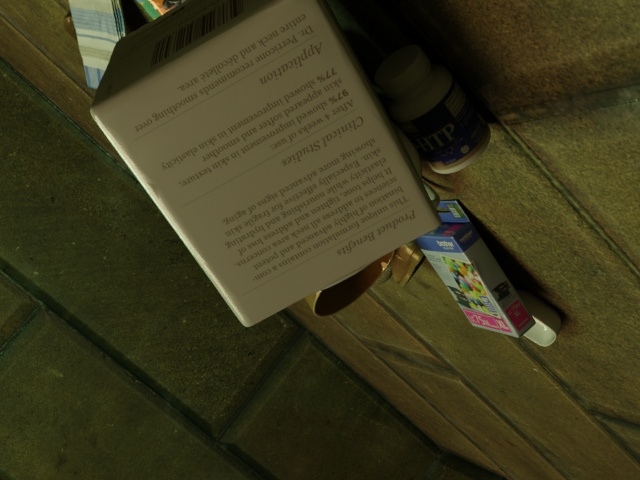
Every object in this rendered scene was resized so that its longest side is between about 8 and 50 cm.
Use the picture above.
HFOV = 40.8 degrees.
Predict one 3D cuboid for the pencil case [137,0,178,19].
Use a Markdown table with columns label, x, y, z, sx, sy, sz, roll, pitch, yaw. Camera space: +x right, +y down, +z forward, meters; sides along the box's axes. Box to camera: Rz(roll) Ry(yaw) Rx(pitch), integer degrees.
| label | x | y | z | sx | sy | sz | roll | pitch | yaw |
| --- | --- | --- | --- | --- | --- | --- | --- | --- | --- |
| pencil case | -0.297 | -0.469 | 1.678 | 0.104 | 0.104 | 0.236 | 19 | 156 | 53 |

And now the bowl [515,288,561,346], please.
| label | x | y | z | sx | sy | sz | roll | pitch | yaw |
| --- | --- | --- | --- | --- | --- | --- | --- | --- | --- |
| bowl | 0.454 | 0.161 | 1.858 | 0.142 | 0.053 | 0.142 | 36 | 166 | 13 |

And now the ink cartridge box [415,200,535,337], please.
| label | x | y | z | sx | sy | sz | roll | pitch | yaw |
| --- | --- | --- | --- | --- | --- | --- | --- | --- | --- |
| ink cartridge box | 0.301 | 0.056 | 1.788 | 0.311 | 0.065 | 0.185 | 57 | 164 | -14 |

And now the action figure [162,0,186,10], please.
| label | x | y | z | sx | sy | sz | roll | pitch | yaw |
| --- | --- | --- | --- | --- | --- | --- | --- | --- | --- |
| action figure | -0.150 | -0.413 | 1.490 | 0.285 | 0.099 | 0.185 | 29 | 158 | 23 |

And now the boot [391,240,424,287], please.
| label | x | y | z | sx | sy | sz | roll | pitch | yaw |
| --- | --- | --- | --- | --- | --- | --- | --- | --- | --- |
| boot | 0.129 | -0.024 | 2.047 | 0.269 | 0.089 | 0.236 | 36 | 155 | 9 |

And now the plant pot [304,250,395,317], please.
| label | x | y | z | sx | sy | sz | roll | pitch | yaw |
| --- | --- | --- | --- | --- | --- | --- | --- | --- | --- |
| plant pot | 0.000 | 0.000 | 1.944 | 0.254 | 0.237 | 0.237 | 48 | 171 | 23 |

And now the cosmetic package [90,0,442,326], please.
| label | x | y | z | sx | sy | sz | roll | pitch | yaw |
| --- | --- | --- | --- | --- | --- | --- | --- | --- | --- |
| cosmetic package | -0.076 | -0.162 | 1.265 | 0.394 | 0.329 | 0.327 | 58 | -171 | -27 |

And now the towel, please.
| label | x | y | z | sx | sy | sz | roll | pitch | yaw |
| --- | --- | --- | --- | --- | --- | --- | --- | --- | --- |
| towel | -0.520 | -0.483 | 2.018 | 0.209 | 0.034 | 0.285 | 19 | 126 | 40 |

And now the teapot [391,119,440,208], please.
| label | x | y | z | sx | sy | sz | roll | pitch | yaw |
| --- | --- | --- | --- | --- | --- | --- | --- | --- | --- |
| teapot | 0.074 | -0.138 | 1.614 | 0.187 | 0.252 | 0.256 | -84 | -24 | -64 |

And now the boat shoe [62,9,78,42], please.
| label | x | y | z | sx | sy | sz | roll | pitch | yaw |
| --- | --- | --- | --- | --- | --- | --- | --- | --- | --- |
| boat shoe | -0.542 | -0.506 | 2.237 | 0.104 | 0.089 | 0.285 | -3 | 147 | 30 |

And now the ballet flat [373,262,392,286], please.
| label | x | y | z | sx | sy | sz | roll | pitch | yaw |
| --- | --- | --- | --- | --- | --- | --- | --- | --- | --- |
| ballet flat | -0.007 | -0.057 | 2.173 | 0.482 | 0.164 | 0.182 | 32 | 152 | -3 |

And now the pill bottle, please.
| label | x | y | z | sx | sy | sz | roll | pitch | yaw |
| --- | --- | --- | --- | --- | --- | --- | --- | --- | --- |
| pill bottle | 0.168 | -0.202 | 1.315 | 0.187 | 0.112 | 0.112 | 46 | 164 | -29 |
